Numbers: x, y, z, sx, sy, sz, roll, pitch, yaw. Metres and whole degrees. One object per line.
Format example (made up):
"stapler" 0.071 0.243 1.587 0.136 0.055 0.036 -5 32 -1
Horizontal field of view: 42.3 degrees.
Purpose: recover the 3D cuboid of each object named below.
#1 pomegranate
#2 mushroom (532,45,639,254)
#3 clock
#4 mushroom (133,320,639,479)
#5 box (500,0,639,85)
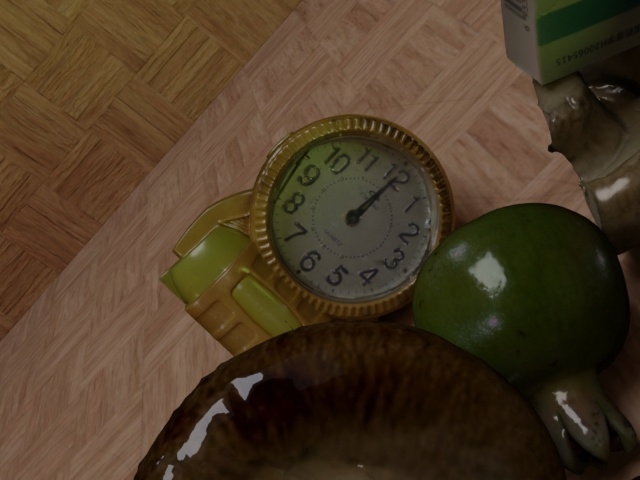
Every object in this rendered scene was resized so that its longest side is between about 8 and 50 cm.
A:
"pomegranate" 0.163 0.068 0.651 0.179 0.179 0.210 -42 27 21
"mushroom" 0.282 -0.121 0.754 0.151 0.156 0.285 -28 42 21
"clock" 0.000 0.000 0.958 0.317 0.244 0.200 -46 9 4
"mushroom" 0.028 0.226 0.501 0.356 0.334 0.331 -57 -28 -86
"box" 0.309 -0.286 0.684 0.343 0.200 0.065 -24 41 -6
